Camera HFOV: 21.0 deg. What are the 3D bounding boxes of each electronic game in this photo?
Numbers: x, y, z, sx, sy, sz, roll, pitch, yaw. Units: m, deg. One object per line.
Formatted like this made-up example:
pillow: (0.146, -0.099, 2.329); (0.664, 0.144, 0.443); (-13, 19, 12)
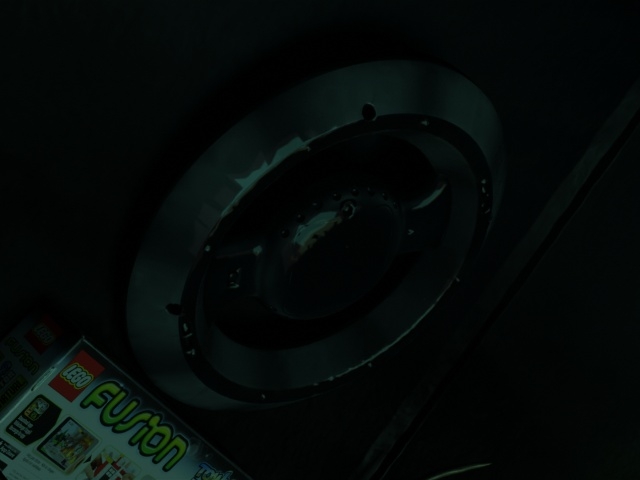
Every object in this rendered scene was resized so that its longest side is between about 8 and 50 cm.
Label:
electronic game: (0.000, 0.000, 0.902); (0.229, 0.048, 0.229); (-21, 137, -21)

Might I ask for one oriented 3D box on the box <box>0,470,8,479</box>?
box: (-0.233, 0.175, 0.672); (0.270, 0.216, 0.060); (-47, 144, -1)

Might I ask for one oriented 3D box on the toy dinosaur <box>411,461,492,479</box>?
toy dinosaur: (0.005, 0.206, 1.102); (0.211, 0.064, 0.112); (-51, 164, 19)

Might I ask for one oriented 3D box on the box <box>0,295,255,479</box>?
box: (-0.122, 0.121, 0.895); (0.114, 0.036, 0.207); (-46, 144, -5)
